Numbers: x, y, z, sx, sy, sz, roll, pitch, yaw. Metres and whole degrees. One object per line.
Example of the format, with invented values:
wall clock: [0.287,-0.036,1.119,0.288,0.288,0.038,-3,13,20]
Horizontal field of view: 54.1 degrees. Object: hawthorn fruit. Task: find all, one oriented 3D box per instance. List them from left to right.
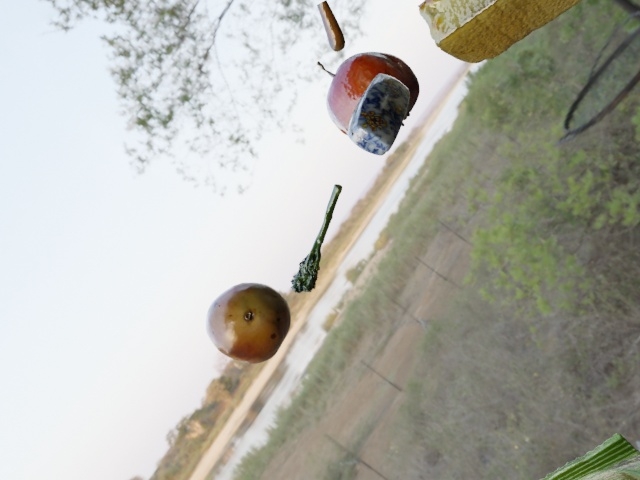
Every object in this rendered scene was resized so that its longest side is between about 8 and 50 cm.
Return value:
hawthorn fruit: [0.101,-0.368,1.565,0.242,0.272,0.242,-58,0,0]

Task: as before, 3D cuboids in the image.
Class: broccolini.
broccolini: [0.000,0.000,1.265,0.054,0.051,0.239,-118,48,-70]

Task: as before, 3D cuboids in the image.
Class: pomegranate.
pomegranate: [-0.161,0.181,1.403,0.191,0.191,0.191,-54,-1,-1]

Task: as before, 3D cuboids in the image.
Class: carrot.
carrot: [0.020,-0.396,1.162,0.032,0.093,0.032,-21,18,7]

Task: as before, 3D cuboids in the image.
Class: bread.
bread: [0.329,-0.427,1.073,0.275,0.114,0.185,-28,-17,34]

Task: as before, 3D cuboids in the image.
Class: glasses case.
glasses case: [0.108,-0.234,1.135,0.065,0.087,0.248,-59,7,39]

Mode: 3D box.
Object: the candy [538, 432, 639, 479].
candy: [0.284,0.250,0.566,0.149,0.069,0.246,-18,4,-7]
